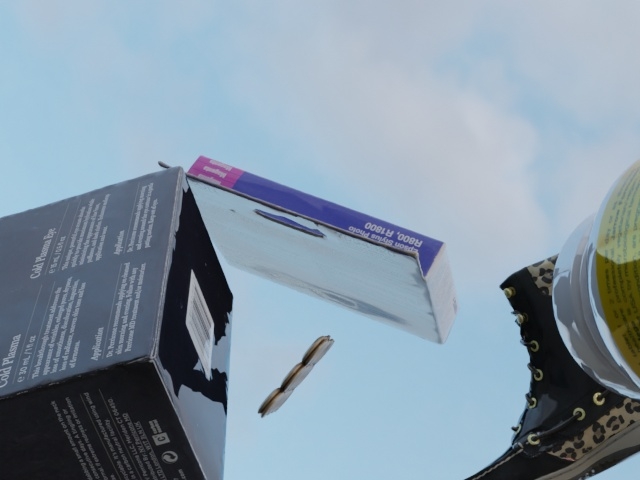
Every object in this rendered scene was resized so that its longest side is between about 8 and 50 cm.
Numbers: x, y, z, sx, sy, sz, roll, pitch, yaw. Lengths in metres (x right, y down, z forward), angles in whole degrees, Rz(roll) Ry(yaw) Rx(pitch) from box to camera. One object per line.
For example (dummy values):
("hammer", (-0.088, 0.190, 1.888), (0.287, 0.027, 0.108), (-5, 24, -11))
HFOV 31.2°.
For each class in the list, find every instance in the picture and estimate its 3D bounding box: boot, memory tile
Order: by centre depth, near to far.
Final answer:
("boot", (0.185, 0.122, 0.980), (0.236, 0.085, 0.179), (-27, -107, 7))
("memory tile", (-0.026, 0.151, 1.294), (0.012, 0.113, 0.148), (40, -1, 7))

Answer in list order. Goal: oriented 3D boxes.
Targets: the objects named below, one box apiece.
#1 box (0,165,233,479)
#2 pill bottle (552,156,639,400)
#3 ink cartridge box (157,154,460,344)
("box", (-0.259, 0.116, 1.088), (0.312, 0.343, 0.179), (-14, -60, 6))
("pill bottle", (0.271, 0.010, 0.649), (0.188, 0.188, 0.334), (39, -19, -6))
("ink cartridge box", (0.000, 0.000, 1.386), (0.324, 0.071, 0.330), (20, -18, 17))
